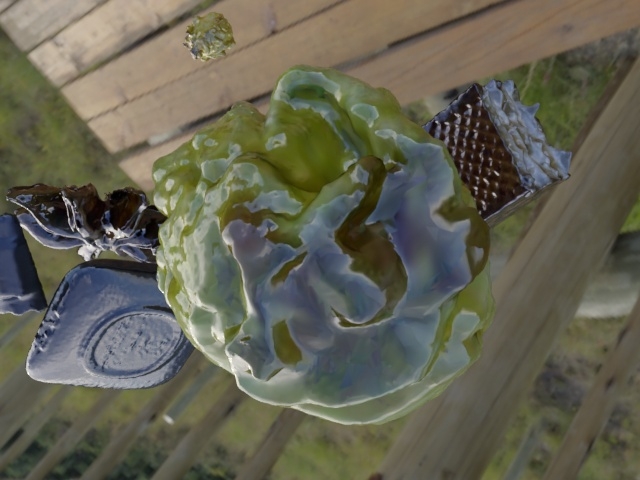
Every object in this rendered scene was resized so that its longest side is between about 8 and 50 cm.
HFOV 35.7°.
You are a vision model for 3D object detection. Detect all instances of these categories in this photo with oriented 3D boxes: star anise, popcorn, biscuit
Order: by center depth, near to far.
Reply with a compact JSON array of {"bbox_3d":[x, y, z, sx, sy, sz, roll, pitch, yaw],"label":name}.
[{"bbox_3d":[0.001,0.003,0.751,0.293,0.237,0.293,1,105,4],"label":"popcorn"},{"bbox_3d":[0.108,-0.042,0.908,0.252,0.070,0.106,-37,75,42],"label":"biscuit"},{"bbox_3d":[-0.289,-0.021,1.344,0.288,0.088,0.288,9,159,3],"label":"star anise"},{"bbox_3d":[-0.167,-0.302,1.481,0.082,0.083,0.057,11,147,33],"label":"popcorn"}]

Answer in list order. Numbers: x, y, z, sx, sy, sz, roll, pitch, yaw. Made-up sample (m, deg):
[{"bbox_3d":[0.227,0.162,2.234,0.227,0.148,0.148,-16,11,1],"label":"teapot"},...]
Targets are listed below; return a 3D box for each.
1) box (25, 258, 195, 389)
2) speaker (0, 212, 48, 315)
[{"bbox_3d":[-0.224,0.104,1.135,0.212,0.201,0.042,-54,47,31],"label":"box"},{"bbox_3d":[-0.520,0.096,1.084,0.184,0.388,0.180,20,135,34],"label":"speaker"}]
